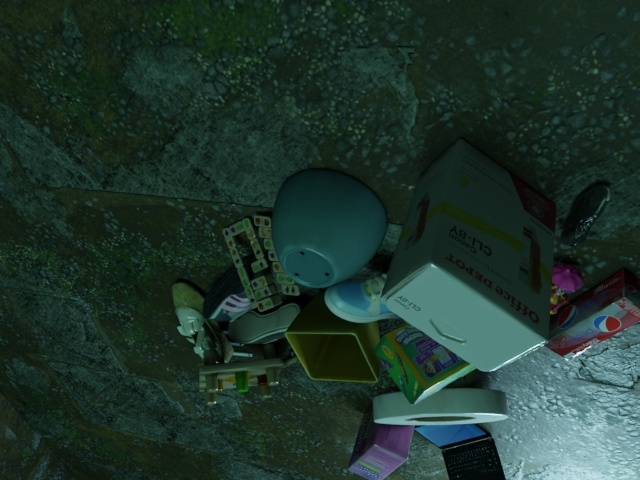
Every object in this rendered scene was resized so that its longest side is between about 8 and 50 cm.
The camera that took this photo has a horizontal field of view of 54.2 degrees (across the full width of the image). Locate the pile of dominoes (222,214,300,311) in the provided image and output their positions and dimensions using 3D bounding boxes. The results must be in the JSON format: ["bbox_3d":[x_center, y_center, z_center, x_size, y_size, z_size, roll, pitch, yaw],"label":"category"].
[{"bbox_3d":[-0.170,0.060,1.664,0.196,0.040,0.251,-24,86,40],"label":"pile of dominoes"}]

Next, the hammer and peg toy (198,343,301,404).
[{"bbox_3d":[-0.201,0.422,1.968,0.361,0.127,0.266,-3,155,-14],"label":"hammer and peg toy"}]

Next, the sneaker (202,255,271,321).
[{"bbox_3d":[-0.220,0.147,1.851,0.131,0.112,0.319,18,141,-36],"label":"sneaker"}]

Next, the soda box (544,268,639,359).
[{"bbox_3d":[0.650,0.181,1.482,0.083,0.092,0.263,32,138,-8],"label":"soda box"}]

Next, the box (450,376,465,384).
[{"bbox_3d":[0.320,0.314,1.718,0.158,0.156,0.093,-24,119,39],"label":"box"}]

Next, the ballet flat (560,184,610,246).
[{"bbox_3d":[0.565,-0.055,1.328,0.057,0.049,0.173,57,150,32],"label":"ballet flat"}]

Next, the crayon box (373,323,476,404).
[{"bbox_3d":[0.294,0.272,1.567,0.165,0.278,0.081,54,145,26],"label":"crayon box"}]

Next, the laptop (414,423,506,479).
[{"bbox_3d":[0.459,0.722,2.081,0.136,0.264,0.234,6,152,-38],"label":"laptop"}]

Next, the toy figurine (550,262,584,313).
[{"bbox_3d":[0.549,0.122,1.471,0.173,0.130,0.159,24,133,-33],"label":"toy figurine"}]

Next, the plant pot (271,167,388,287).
[{"bbox_3d":[0.000,0.000,1.513,0.290,0.195,0.290,13,137,12],"label":"plant pot"}]

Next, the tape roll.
[{"bbox_3d":[0.346,0.486,1.812,0.391,0.072,0.392,-1,159,-1],"label":"tape roll"}]

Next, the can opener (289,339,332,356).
[{"bbox_3d":[-0.004,0.302,1.889,0.186,0.059,0.073,-10,141,-8],"label":"can opener"}]

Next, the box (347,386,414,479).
[{"bbox_3d":[0.208,0.641,2.054,0.117,0.214,0.243,25,138,-2],"label":"box"}]

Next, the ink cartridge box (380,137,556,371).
[{"bbox_3d":[0.312,0.022,1.254,0.279,0.385,0.160,33,137,-11],"label":"ink cartridge box"}]

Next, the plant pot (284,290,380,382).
[{"bbox_3d":[0.056,0.254,1.751,0.212,0.187,0.212,-4,132,27],"label":"plant pot"}]

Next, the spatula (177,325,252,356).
[{"bbox_3d":[-0.366,0.351,2.162,0.242,0.019,0.168,0,132,24],"label":"spatula"}]

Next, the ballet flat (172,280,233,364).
[{"bbox_3d":[-0.388,0.289,2.024,0.123,0.123,0.349,-5,127,28],"label":"ballet flat"}]

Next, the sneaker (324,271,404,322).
[{"bbox_3d":[0.180,0.102,1.543,0.318,0.127,0.208,2,140,-28],"label":"sneaker"}]

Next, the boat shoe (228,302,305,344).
[{"bbox_3d":[-0.148,0.265,1.909,0.335,0.112,0.095,-17,147,40],"label":"boat shoe"}]
